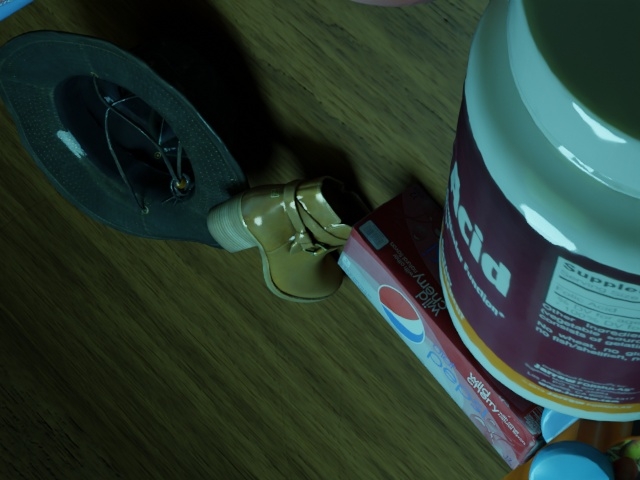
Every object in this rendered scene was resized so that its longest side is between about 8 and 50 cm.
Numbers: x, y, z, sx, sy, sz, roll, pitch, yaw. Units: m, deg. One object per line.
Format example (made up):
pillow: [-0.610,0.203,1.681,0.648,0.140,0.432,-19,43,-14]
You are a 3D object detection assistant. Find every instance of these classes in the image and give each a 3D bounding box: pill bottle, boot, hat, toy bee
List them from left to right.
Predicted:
hat: [-0.184,-0.139,2.061,0.331,0.134,0.331,26,149,17]
boot: [0.000,0.000,1.967,0.152,0.073,0.197,-16,149,36]
toy bee: [0.254,0.200,1.625,0.162,0.195,0.298,31,146,-4]
pill bottle: [0.189,-0.052,1.130,0.224,0.224,0.392,48,165,17]

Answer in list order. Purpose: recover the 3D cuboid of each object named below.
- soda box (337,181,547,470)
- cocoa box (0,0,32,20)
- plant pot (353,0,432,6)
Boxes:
soda box: [0.133,0.079,1.794,0.263,0.083,0.092,50,157,14]
cocoa box: [-0.193,-0.347,1.493,0.231,0.347,0.228,56,159,-3]
plant pot: [0.100,-0.288,1.141,0.243,0.275,0.275,-6,118,54]
